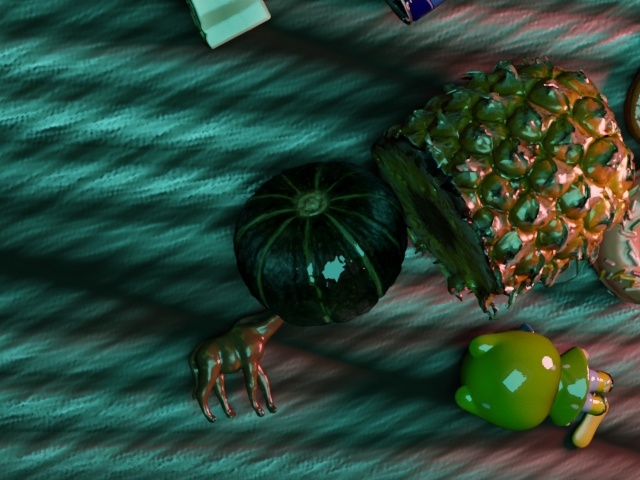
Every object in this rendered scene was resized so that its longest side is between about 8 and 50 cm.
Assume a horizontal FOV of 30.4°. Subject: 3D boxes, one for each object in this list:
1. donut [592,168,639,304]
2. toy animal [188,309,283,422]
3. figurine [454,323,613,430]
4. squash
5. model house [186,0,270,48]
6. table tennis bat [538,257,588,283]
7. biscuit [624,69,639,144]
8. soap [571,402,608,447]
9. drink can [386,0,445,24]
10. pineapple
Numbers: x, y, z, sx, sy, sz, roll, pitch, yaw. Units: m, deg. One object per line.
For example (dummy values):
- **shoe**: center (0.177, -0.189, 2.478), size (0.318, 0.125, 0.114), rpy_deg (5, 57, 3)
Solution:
- **donut**: center (0.518, 0.006, 1.829), size (0.199, 0.085, 0.233), rpy_deg (-30, 99, 7)
- **toy animal**: center (-0.090, 0.152, 1.786), size (0.224, 0.066, 0.229), rpy_deg (-6, 92, -8)
- **figurine**: center (0.333, 0.219, 1.836), size (0.263, 0.143, 0.162), rpy_deg (12, 103, -22)
- **squash**: center (0.000, 0.000, 1.688), size (0.252, 0.252, 0.165), rpy_deg (-23, 135, -5)
- **model house**: center (-0.151, -0.357, 1.662), size (0.100, 0.127, 0.149), rpy_deg (-27, 105, -5)
- **table tennis bat**: center (0.395, 0.024, 1.873), size (0.156, 0.013, 0.087), rpy_deg (-5, 98, -7)
- **biscuit**: center (0.627, -0.214, 1.853), size (0.277, 0.052, 0.262), rpy_deg (42, 91, -13)
- **soap**: center (0.439, 0.297, 1.922), size (0.034, 0.012, 0.089), rpy_deg (29, 93, -12)
- **drink can**: center (0.201, -0.419, 1.728), size (0.235, 0.097, 0.097), rpy_deg (-34, 103, -3)
- **pineapple**: center (0.267, -0.090, 1.684), size (0.300, 0.352, 0.352), rpy_deg (-28, 102, -14)
